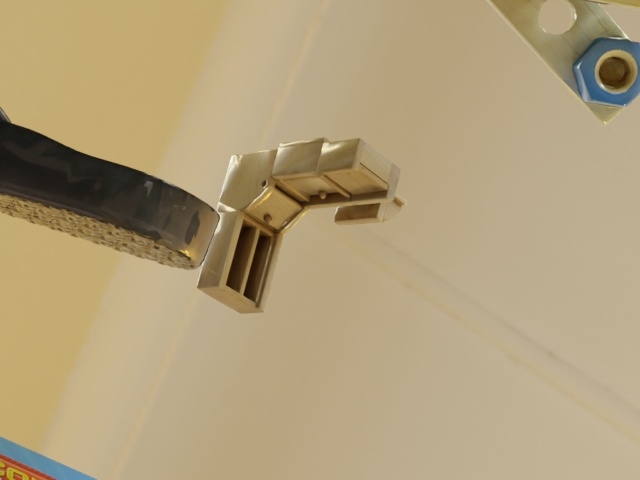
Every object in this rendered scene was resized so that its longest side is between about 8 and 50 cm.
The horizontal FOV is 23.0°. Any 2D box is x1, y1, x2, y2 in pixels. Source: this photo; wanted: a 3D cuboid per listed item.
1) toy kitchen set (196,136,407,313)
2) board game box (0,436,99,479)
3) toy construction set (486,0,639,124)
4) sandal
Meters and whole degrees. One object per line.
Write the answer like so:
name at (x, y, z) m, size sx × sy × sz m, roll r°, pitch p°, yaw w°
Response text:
toy kitchen set at (0.000, 0.000, 0.766) m, size 0.083 × 0.068 × 0.075 m, roll -5°, pitch -118°, yaw 41°
board game box at (-0.150, 0.276, 0.816) m, size 0.308 × 0.302 × 0.086 m, roll -56°, pitch -160°, yaw 16°
toy construction set at (0.029, -0.200, 0.652) m, size 0.151 × 0.328 × 0.215 m, roll -139°, pitch -111°, yaw -73°
sandal at (-0.161, -0.050, 0.696) m, size 0.254 × 0.097 × 0.054 m, roll 18°, pitch -100°, yaw 8°
